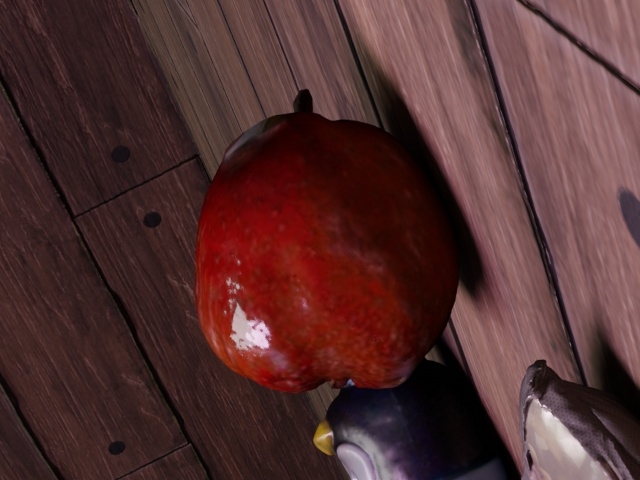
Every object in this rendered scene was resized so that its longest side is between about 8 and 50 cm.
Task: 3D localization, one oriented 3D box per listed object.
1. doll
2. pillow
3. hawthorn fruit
[{"bbox_3d":[0.068,0.168,1.268,0.177,0.141,0.314,92,154,-83],"label":"doll"},{"bbox_3d":[0.177,0.175,0.758,0.255,0.059,0.169,56,161,39],"label":"pillow"},{"bbox_3d":[0.000,0.000,1.011,0.185,0.185,0.202,-172,71,-82],"label":"hawthorn fruit"}]
